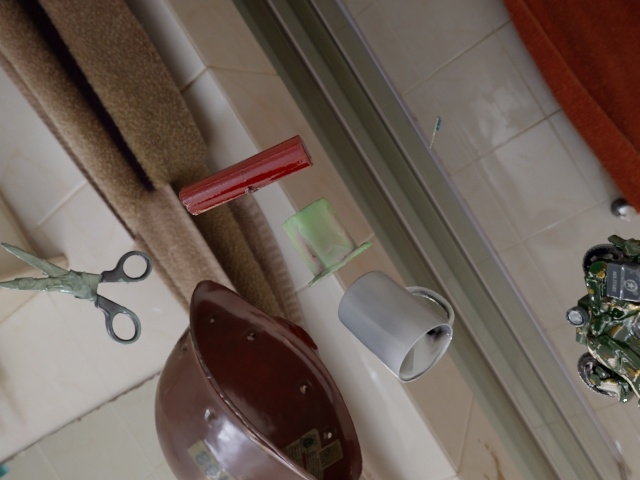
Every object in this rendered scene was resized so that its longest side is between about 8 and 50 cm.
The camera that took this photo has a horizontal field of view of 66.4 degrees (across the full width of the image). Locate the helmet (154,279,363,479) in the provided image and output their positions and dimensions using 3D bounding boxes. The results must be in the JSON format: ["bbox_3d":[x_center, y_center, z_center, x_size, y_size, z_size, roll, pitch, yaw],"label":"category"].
[{"bbox_3d":[-0.134,0.279,0.776,0.230,0.385,0.337,-43,-170,11],"label":"helmet"}]

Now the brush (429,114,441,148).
[{"bbox_3d":[0.269,-0.252,1.143,0.016,0.013,0.083,-73,173,-49],"label":"brush"}]

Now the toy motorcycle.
[{"bbox_3d":[0.459,0.130,0.696,0.125,0.274,0.187,-21,-158,-31],"label":"toy motorcycle"}]

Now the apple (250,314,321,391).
[{"bbox_3d":[-0.135,0.355,1.356,0.179,0.346,0.254,-24,-162,45],"label":"apple"}]

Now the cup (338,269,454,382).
[{"bbox_3d":[0.112,0.117,0.683,0.136,0.133,0.099,9,113,-46],"label":"cup"}]

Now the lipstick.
[{"bbox_3d":[-0.155,-0.132,1.015,0.280,0.073,0.073,-22,-178,9],"label":"lipstick"}]

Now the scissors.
[{"bbox_3d":[-0.591,0.103,1.202,0.029,0.255,0.384,-11,154,36],"label":"scissors"}]

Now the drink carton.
[{"bbox_3d":[0.000,0.000,1.017,0.144,0.142,0.146,-33,177,-14],"label":"drink carton"}]
